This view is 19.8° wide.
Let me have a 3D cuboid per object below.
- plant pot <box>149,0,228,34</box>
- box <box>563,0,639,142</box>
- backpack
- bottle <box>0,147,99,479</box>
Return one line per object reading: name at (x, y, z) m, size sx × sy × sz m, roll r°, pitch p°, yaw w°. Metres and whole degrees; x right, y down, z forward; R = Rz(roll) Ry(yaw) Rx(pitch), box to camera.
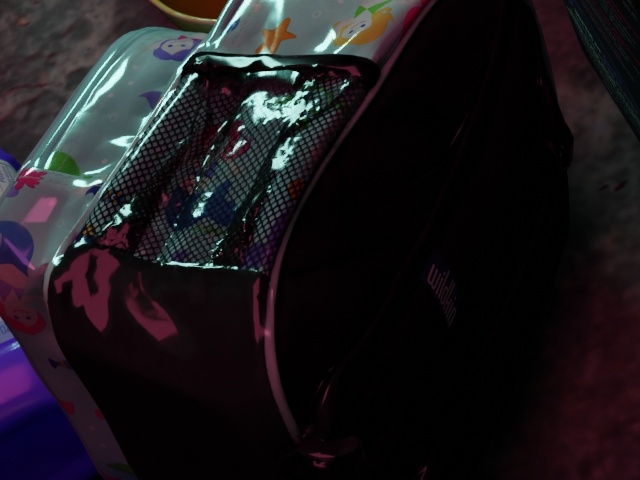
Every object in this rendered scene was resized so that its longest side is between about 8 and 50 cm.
plant pot at (-0.015, -0.136, 0.917) m, size 0.134 × 0.095 × 0.134 m, roll -11°, pitch 57°, yaw 17°
box at (0.169, -0.133, 0.729) m, size 0.143 × 0.270 × 0.165 m, roll -29°, pitch 54°, yaw 5°
backpack at (0.000, 0.000, 0.750) m, size 0.191 × 0.225 × 0.253 m, roll 14°, pitch 57°, yaw 30°
bottle at (-0.189, 0.007, 0.905) m, size 0.118 × 0.092 × 0.283 m, roll -33°, pitch 53°, yaw 3°
